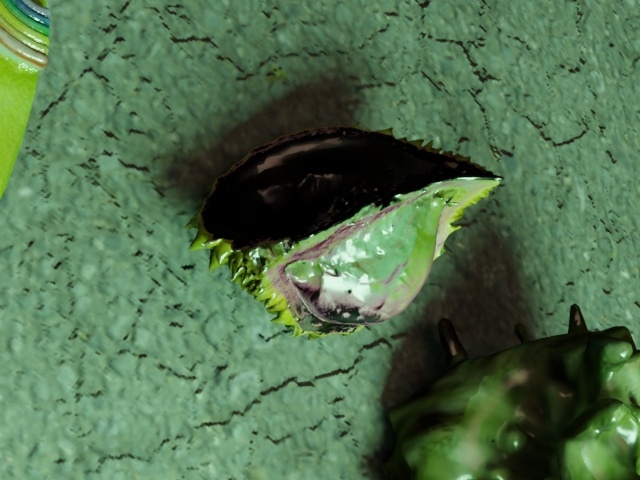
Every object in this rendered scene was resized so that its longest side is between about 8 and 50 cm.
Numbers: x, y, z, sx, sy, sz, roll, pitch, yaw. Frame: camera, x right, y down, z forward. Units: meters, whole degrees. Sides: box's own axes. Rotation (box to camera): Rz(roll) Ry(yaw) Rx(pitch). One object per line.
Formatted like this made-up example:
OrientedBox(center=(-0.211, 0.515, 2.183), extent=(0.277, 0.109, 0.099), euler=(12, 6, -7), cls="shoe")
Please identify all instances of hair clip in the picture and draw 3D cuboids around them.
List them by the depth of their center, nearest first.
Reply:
OrientedBox(center=(-0.181, -0.108, 0.806), extent=(0.060, 0.033, 0.188), euler=(15, 68, -33), cls="hair clip")

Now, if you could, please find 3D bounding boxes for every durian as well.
OrientedBox(center=(0.001, 0.003, 0.892), extent=(0.186, 0.119, 0.108), euler=(-22, 129, -28), cls="durian")

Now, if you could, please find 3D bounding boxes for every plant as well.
OrientedBox(center=(0.147, 0.205, 0.956), extent=(0.333, 0.180, 0.251), euler=(69, 33, -45), cls="plant")
